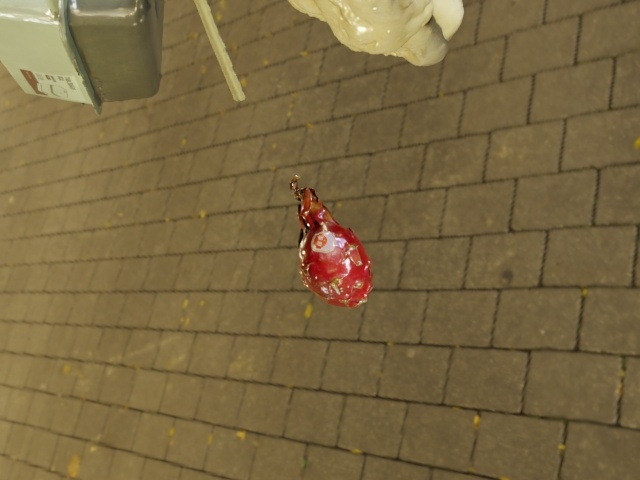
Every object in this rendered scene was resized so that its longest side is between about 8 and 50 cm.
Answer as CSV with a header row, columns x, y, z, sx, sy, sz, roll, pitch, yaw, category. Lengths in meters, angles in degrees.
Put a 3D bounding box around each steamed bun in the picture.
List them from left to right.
x,y,z,sx,sy,sz,roll,pitch,yaw,category
0.058,-0.408,1.155,0.230,0.372,0.325,-15,85,23,steamed bun

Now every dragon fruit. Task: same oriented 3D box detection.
x,y,z,sx,sy,sz,roll,pitch,yaw,category
0.000,0.000,1.035,0.094,0.094,0.190,-36,76,30,dragon fruit

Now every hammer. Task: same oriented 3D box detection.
x,y,z,sx,sy,sz,roll,pitch,yaw,category
-0.105,-0.189,0.786,0.028,0.195,0.060,14,64,20,hammer

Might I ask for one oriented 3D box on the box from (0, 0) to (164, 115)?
x,y,z,sx,sy,sz,roll,pitch,yaw,category
-0.254,-0.271,0.863,0.290,0.166,0.221,135,136,-79,box
